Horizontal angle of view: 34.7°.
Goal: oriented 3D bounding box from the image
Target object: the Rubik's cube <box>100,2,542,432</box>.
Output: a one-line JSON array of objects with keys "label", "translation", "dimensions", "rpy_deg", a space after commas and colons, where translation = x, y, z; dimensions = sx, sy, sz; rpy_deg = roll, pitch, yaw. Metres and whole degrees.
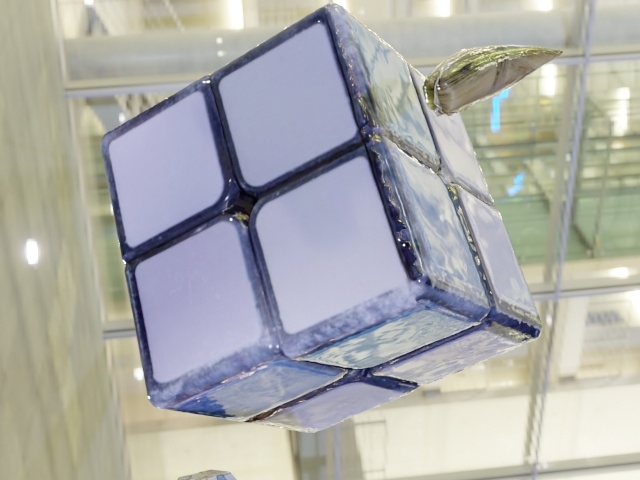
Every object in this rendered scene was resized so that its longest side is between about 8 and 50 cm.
[{"label": "Rubik's cube", "translation": [0.000, 0.000, 1.069], "dimensions": [0.318, 0.313, 0.316], "rpy_deg": [25, 43, -56]}]

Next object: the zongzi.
[{"label": "zongzi", "translation": [0.118, -0.112, 0.704], "dimensions": [0.076, 0.083, 0.040], "rpy_deg": [-44, 125, -56]}]

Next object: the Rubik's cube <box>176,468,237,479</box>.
[{"label": "Rubik's cube", "translation": [-0.134, 0.321, 1.199], "dimensions": [0.093, 0.111, 0.111], "rpy_deg": [-39, -140, 28]}]
